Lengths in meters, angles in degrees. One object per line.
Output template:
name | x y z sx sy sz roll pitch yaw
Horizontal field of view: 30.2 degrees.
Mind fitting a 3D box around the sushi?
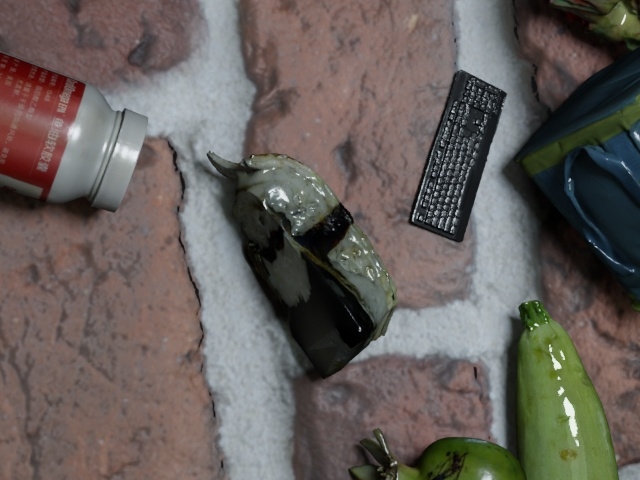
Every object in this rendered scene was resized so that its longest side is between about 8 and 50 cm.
sushi | -0.012 -0.001 1.291 0.109 0.134 0.273 -28 78 -31

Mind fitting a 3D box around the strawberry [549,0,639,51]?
strawberry | 0.348 -0.378 1.434 0.233 0.137 0.306 27 62 -40

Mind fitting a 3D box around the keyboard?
keyboard | 0.165 -0.100 1.398 0.074 0.015 0.197 22 79 -14

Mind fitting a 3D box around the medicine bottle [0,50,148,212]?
medicine bottle | -0.309 -0.117 1.192 0.250 0.131 0.131 20 79 -15

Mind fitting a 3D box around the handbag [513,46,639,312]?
handbag | 0.392 -0.084 1.338 0.241 0.263 0.222 49 56 -9

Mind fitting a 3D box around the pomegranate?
pomegranate | 0.127 0.275 1.288 0.191 0.131 0.152 27 80 -5

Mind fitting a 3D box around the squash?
squash | 0.279 0.252 1.347 0.118 0.118 0.371 -4 81 -18
